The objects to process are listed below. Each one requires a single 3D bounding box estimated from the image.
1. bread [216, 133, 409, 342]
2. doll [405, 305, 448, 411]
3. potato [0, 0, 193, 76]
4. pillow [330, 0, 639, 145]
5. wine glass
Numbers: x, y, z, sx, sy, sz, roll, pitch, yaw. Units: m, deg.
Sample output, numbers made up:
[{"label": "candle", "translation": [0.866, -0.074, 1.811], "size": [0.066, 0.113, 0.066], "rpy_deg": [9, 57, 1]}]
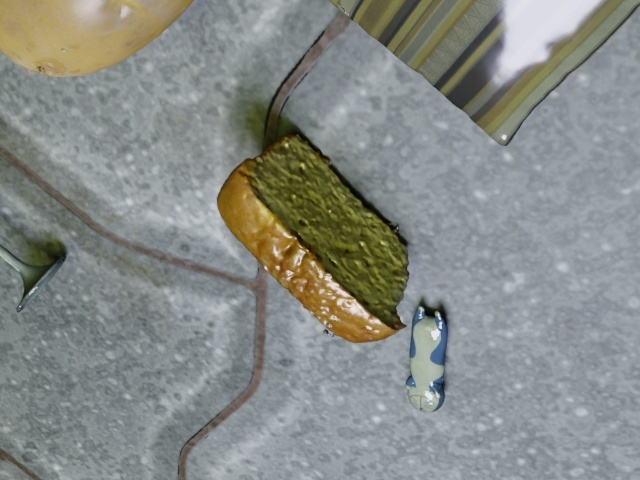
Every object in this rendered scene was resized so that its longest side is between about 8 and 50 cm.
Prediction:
[{"label": "bread", "translation": [0.000, 0.000, 0.779], "size": [0.187, 0.103, 0.065], "rpy_deg": [42, 130, -9]}, {"label": "doll", "translation": [0.098, 0.111, 0.861], "size": [0.037, 0.027, 0.125], "rpy_deg": [15, 129, 24]}, {"label": "potato", "translation": [-0.166, -0.214, 0.690], "size": [0.150, 0.146, 0.234], "rpy_deg": [25, 138, -34]}, {"label": "pillow", "translation": [0.107, -0.191, 0.622], "size": [0.212, 0.052, 0.208], "rpy_deg": [40, 133, -3]}, {"label": "wine glass", "translation": [-0.358, -0.018, 0.954], "size": [0.195, 0.079, 0.079], "rpy_deg": [40, 131, -7]}]
